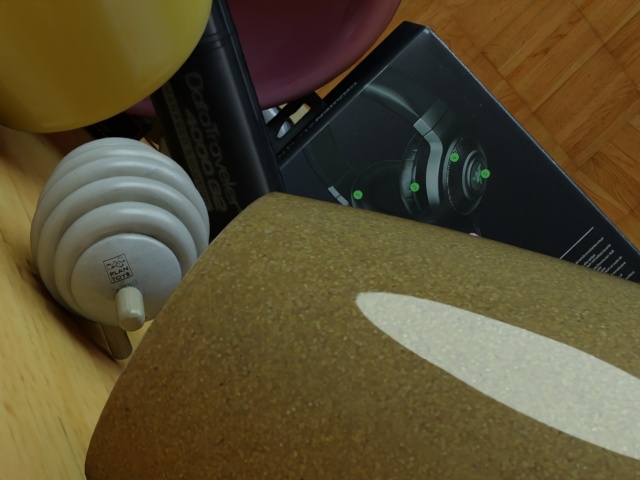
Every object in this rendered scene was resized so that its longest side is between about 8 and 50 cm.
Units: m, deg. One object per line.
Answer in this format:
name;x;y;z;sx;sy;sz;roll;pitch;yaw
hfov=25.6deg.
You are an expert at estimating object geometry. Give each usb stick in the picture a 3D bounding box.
usb stick;-0.073;-0.080;0.951;0.045;0.077;0.278;-53;131;-56

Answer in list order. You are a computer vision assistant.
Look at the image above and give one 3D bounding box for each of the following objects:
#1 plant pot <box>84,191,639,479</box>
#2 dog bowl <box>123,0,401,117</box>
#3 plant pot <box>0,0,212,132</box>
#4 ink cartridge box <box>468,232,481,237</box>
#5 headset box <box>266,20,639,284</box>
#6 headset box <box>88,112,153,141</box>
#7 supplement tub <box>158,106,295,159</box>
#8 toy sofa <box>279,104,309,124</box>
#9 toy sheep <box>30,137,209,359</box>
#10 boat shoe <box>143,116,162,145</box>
plant pot;0.058;0.101;0.459;0.254;0.237;0.237;31;2;8
dog bowl;-0.103;-0.249;0.988;0.408;0.408;0.150;43;38;-39
plant pot;-0.171;-0.192;0.753;0.254;0.254;0.239;50;-10;39
ink cartridge box;0.170;0.124;0.829;0.176;0.069;0.371;31;-12;24
headset box;0.068;0.001;1.093;0.283;0.246;0.131;44;5;-10
headset box;-0.172;-0.103;1.142;0.062;0.032;0.083;45;5;-5
supplement tub;-0.076;-0.078;1.275;0.117;0.117;0.190;46;5;1
toy sofa;-0.107;-0.170;1.845;0.362;0.177;0.150;47;29;15
toy sheep;-0.091;0.001;0.647;0.091;0.091;0.132;43;11;-35
boat shoe;-0.166;-0.135;1.382;0.135;0.050;0.045;48;10;25
